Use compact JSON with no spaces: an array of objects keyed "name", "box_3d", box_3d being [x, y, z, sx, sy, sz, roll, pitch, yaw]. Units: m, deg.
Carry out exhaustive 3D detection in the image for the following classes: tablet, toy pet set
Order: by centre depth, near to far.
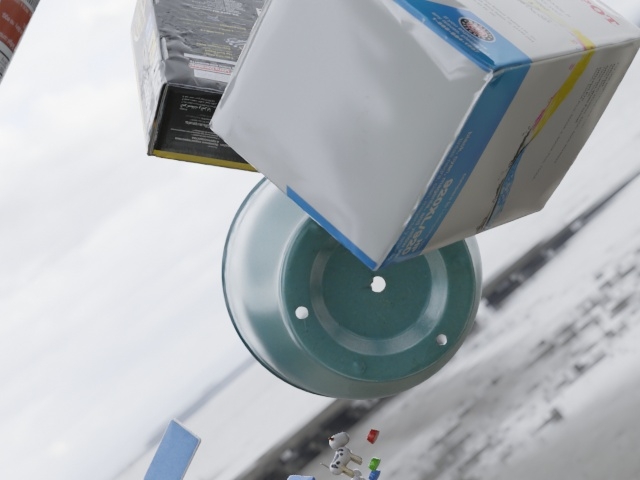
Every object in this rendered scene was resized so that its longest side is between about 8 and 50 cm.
[{"name":"toy pet set","box_3d":[0.005,0.243,1.585,0.114,0.065,0.122,-56,-19,-25]},{"name":"tablet","box_3d":[-0.170,0.252,1.803,0.006,0.054,0.083,17,-79,-51]}]

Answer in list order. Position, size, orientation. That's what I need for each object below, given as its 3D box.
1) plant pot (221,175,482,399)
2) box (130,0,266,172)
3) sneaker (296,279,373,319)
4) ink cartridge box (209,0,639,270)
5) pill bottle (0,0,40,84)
[{"name":"plant pot","box_3d":[0.040,0.039,1.553,0.272,0.271,0.255,-40,5,-2]},{"name":"box","box_3d":[-0.003,-0.142,1.423,0.257,0.322,0.079,-106,29,-55]},{"name":"sneaker","box_3d":[0.000,0.000,1.848,0.111,0.129,0.297,68,-152,-56]},{"name":"ink cartridge box","box_3d":[0.079,-0.112,1.104,0.233,0.171,0.168,-18,-37,-52]},{"name":"pill bottle","box_3d":[-0.290,-0.139,1.148,0.121,0.121,0.216,128,166,-80]}]
